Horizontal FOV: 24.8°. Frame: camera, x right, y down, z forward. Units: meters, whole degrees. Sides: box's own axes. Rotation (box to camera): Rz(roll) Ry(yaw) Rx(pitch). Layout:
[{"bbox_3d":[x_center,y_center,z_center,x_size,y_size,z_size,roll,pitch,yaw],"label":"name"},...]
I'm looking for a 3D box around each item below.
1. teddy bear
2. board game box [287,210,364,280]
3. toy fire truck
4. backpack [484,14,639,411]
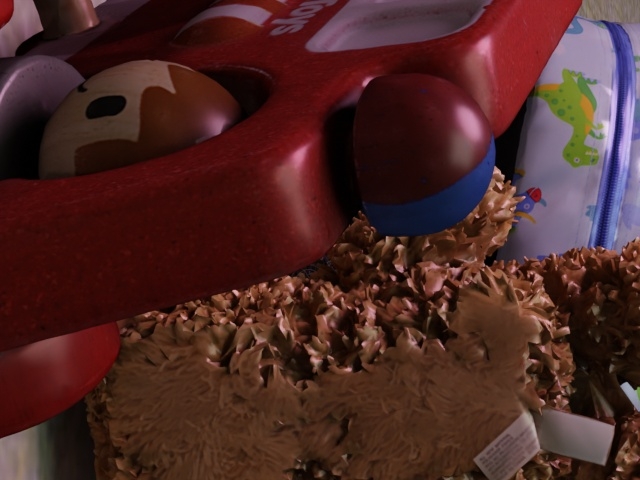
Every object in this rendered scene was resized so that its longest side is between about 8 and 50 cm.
[{"bbox_3d":[0.059,0.078,0.701,0.113,0.338,0.245,152,-80,-84],"label":"teddy bear"},{"bbox_3d":[0.000,0.000,0.795,0.026,0.126,0.186,0,85,-59],"label":"board game box"},{"bbox_3d":[-0.049,-0.050,0.527,0.302,0.254,0.169,-52,132,-59],"label":"toy fire truck"},{"bbox_3d":[0.146,0.040,0.882,0.290,0.273,0.355,87,1,-88],"label":"backpack"}]
